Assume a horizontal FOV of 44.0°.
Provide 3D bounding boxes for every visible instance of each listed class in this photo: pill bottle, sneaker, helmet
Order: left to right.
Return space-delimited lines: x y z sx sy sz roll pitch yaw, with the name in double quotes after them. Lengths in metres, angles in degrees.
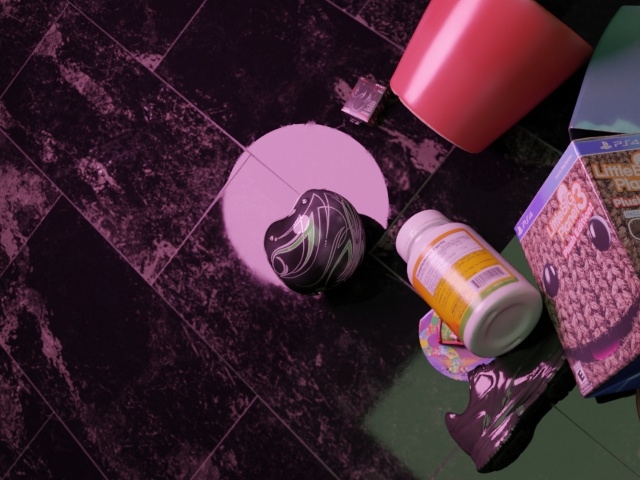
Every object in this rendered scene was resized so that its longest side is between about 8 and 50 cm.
0.000 0.000 1.379 0.161 0.169 0.170 -37 65 29 "helmet"
0.224 0.058 1.257 0.136 0.136 0.246 -46 45 8 "pill bottle"
0.302 0.218 1.229 0.286 0.109 0.130 -50 54 1 "sneaker"

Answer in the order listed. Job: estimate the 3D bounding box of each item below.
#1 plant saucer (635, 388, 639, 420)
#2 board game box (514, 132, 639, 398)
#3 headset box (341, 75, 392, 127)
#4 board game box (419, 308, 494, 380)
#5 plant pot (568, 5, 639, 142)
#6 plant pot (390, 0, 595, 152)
0.597 0.228 1.128 0.277 0.041 0.278 -6 74 23 "plant saucer"
0.420 0.036 1.103 0.141 0.232 0.291 -7 60 -13 "board game box"
0.084 -0.255 1.474 0.062 0.032 0.083 30 89 27 "headset box"
0.239 0.145 1.309 0.168 0.033 0.133 -44 65 8 "board game box"
0.498 -0.232 1.221 0.165 0.166 0.234 10 74 26 "plant pot"
0.261 -0.292 1.286 0.275 0.275 0.243 48 113 25 "plant pot"
